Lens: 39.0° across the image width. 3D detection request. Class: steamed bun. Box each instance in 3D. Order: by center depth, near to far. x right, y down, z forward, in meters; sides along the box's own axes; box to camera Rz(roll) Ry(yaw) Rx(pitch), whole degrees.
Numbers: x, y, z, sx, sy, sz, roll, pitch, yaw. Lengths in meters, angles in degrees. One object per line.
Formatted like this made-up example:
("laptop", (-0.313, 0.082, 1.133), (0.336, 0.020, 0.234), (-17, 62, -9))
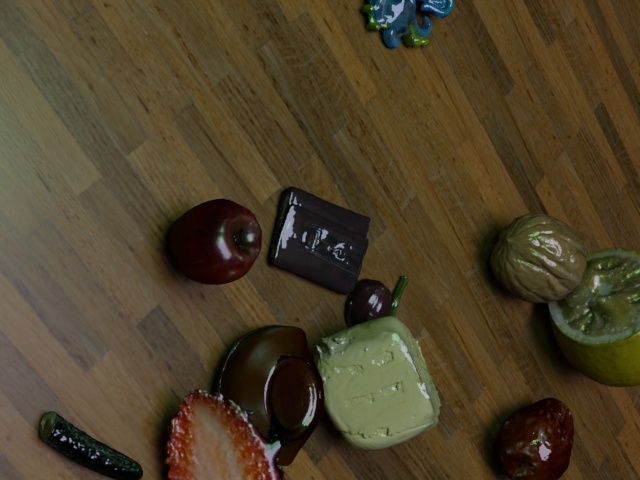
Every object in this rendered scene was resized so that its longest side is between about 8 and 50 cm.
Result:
("steamed bun", (0.111, 0.290, 1.882), (0.273, 0.232, 0.166), (64, 8, -6))

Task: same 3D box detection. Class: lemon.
("lemon", (0.786, 0.224, 2.354), (0.364, 0.364, 0.364), (4, 83, -39))

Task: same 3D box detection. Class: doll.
("doll", (0.172, -0.618, 2.088), (0.346, 0.099, 0.341), (2, 97, -35))

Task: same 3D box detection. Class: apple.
("apple", (-0.204, 0.005, 1.670), (0.147, 0.158, 0.156), (-18, 97, -53))

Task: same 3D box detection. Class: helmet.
("helmet", (0.112, 0.143, 1.971), (0.098, 0.070, 0.123), (30, 67, -34))

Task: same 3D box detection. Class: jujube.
("jujube", (0.539, 0.491, 2.227), (0.255, 0.190, 0.190), (-37, 109, -42))

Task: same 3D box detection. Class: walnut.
("walnut", (0.540, 0.044, 2.248), (0.261, 0.225, 0.225), (29, 68, -35))

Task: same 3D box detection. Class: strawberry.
("strawberry", (-0.165, 0.419, 1.657), (0.234, 0.138, 0.306), (-4, 85, 5))

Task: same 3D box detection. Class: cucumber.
("cucumber", (-0.390, 0.367, 1.556), (0.215, 0.052, 0.058), (41, 34, -31))

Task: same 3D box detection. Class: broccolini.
("broccolini", (0.159, 0.187, 2.030), (0.054, 0.051, 0.239), (32, 60, -26))

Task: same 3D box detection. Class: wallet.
("wallet", (0.000, 0.000, 1.908), (0.229, 0.049, 0.182), (23, 75, -34))

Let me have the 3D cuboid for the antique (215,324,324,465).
("antique", (-0.091, 0.301, 1.753), (0.223, 0.129, 0.278), (18, 77, -38))
